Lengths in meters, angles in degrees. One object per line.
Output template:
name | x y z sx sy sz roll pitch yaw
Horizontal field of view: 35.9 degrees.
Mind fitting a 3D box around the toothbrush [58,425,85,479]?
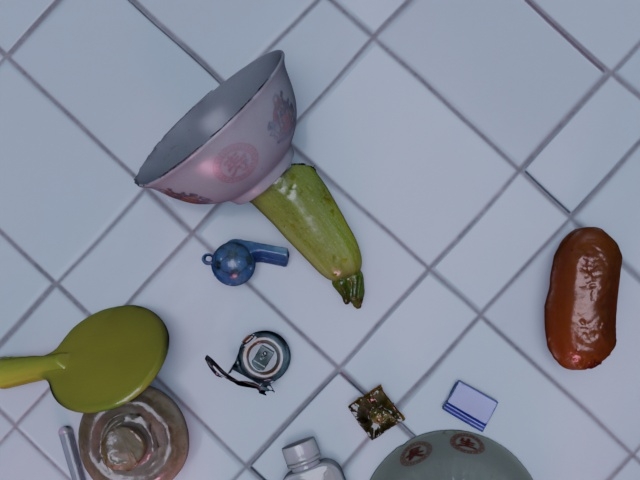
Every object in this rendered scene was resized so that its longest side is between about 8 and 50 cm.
toothbrush | -0.436 0.513 1.846 0.030 0.025 0.342 -14 87 5

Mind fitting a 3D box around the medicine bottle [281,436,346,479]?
medicine bottle | -0.010 0.455 1.802 0.119 0.069 0.183 -20 85 5

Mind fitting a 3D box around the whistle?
whistle | -0.142 0.046 1.819 0.158 0.090 0.090 11 88 3

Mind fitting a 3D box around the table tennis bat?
table tennis bat | -0.446 0.225 1.806 0.368 0.054 0.224 -10 48 15

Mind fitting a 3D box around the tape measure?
tape measure | -0.121 0.212 1.772 0.104 0.180 0.107 28 90 20

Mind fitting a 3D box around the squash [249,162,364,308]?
squash | 0.011 -0.011 1.810 0.137 0.137 0.287 -41 97 1

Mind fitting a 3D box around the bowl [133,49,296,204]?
bowl | -0.149 -0.167 1.744 0.345 0.345 0.157 -43 110 1

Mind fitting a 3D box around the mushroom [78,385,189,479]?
mushroom | -0.337 0.360 1.760 0.204 0.204 0.204 0 88 3

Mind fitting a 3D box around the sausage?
sausage | 0.467 0.103 1.762 0.133 0.133 0.258 7 89 4

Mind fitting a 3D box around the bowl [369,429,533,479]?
bowl | 0.235 0.512 1.742 0.337 0.157 0.337 0 87 4

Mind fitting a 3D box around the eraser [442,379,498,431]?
eraser | 0.274 0.302 1.812 0.084 0.027 0.063 29 91 3

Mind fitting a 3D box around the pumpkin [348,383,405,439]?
pumpkin | 0.102 0.316 1.809 0.074 0.054 0.083 -36 91 6
